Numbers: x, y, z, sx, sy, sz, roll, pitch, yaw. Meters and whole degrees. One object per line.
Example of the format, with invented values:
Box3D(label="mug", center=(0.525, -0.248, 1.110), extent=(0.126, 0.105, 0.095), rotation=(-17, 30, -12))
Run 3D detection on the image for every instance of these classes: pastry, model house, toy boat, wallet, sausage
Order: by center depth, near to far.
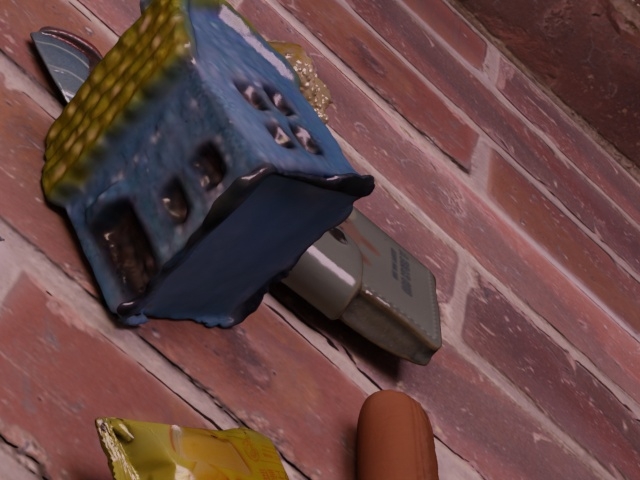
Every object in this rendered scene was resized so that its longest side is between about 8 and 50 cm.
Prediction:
Box3D(label="sausage", center=(0.078, 0.254, 1.400), extent=(0.086, 0.086, 0.289), rotation=(36, 27, -21))
Box3D(label="model house", center=(-0.130, -0.091, 1.414), extent=(0.215, 0.237, 0.303), rotation=(10, 42, -52))
Box3D(label="toy boat", center=(-0.279, -0.186, 1.571), extent=(0.096, 0.034, 0.122), rotation=(28, 31, -24))
Box3D(label="pastry", center=(-0.111, -0.183, 1.647), extent=(0.258, 0.089, 0.121), rotation=(1, 40, -8))
Box3D(label="wallet", center=(0.000, 0.000, 1.679), extent=(0.360, 0.083, 0.252), rotation=(38, 21, -15))

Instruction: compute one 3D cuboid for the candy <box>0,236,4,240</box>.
Box3D(label="candy", center=(-0.330, -0.014, 1.226), extent=(0.088, 0.038, 0.136), rotation=(34, 16, 5))

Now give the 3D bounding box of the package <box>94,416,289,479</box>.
Box3D(label="package", center=(-0.087, 0.219, 1.183), extent=(0.226, 0.090, 0.168), rotation=(11, 44, -56))
